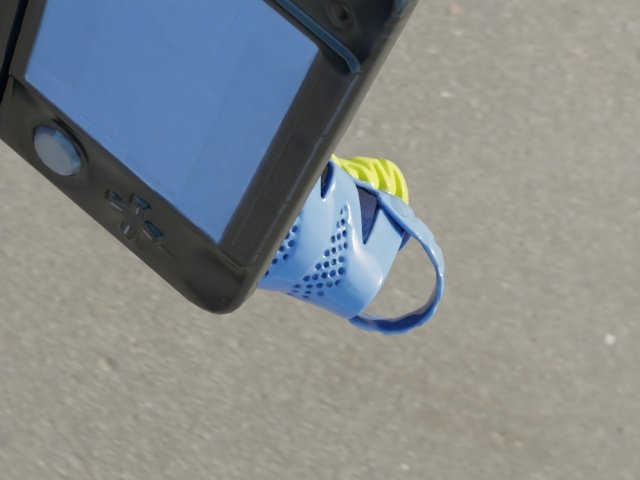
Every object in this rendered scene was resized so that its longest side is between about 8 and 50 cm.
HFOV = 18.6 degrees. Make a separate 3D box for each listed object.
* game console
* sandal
[{"bbox_3d":[-0.136,-0.069,0.818,0.250,0.293,0.173,41,57,7],"label":"game console"},{"bbox_3d":[0.000,0.000,1.472,0.126,0.138,0.317,-46,154,24],"label":"sandal"}]
